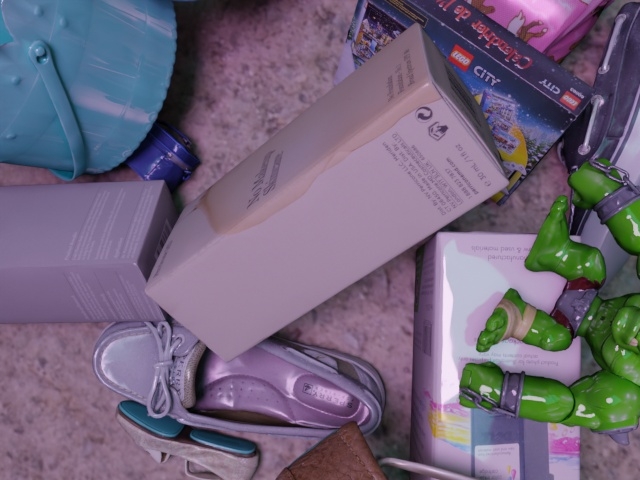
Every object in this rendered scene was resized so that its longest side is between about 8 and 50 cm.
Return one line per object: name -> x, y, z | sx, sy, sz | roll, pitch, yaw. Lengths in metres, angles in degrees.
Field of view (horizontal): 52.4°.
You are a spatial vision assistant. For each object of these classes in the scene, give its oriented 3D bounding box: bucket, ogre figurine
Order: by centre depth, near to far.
ogre figurine -> 0.191, 0.049, 0.455 | 0.118, 0.097, 0.197 | 28, 69, 19
bucket -> -0.290, -0.197, 0.645 | 0.281, 0.183, 0.281 | -8, 78, 38

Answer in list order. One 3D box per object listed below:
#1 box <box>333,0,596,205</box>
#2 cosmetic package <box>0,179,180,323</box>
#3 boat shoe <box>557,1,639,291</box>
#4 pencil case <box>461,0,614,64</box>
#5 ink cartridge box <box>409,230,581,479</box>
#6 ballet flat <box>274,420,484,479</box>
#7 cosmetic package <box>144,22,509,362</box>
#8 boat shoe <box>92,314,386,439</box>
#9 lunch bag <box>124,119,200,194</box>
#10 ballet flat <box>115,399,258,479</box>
box -> 0.130, -0.155, 0.653 | 0.233, 0.159, 0.044 | 38, 62, 8
cosmetic package -> -0.276, 0.013, 0.687 | 0.238, 0.107, 0.127 | -2, 47, 10
boat shoe -> 0.295, -0.097, 0.664 | 0.102, 0.108, 0.301 | 23, 100, 40
pencil case -> 0.120, -0.328, 0.675 | 0.386, 0.167, 0.160 | 42, 108, 8
ink cartridge box -> 0.147, 0.177, 0.591 | 0.119, 0.207, 0.353 | 2, 85, 3
ballet flat -> 0.125, 0.241, 0.441 | 0.342, 0.116, 0.124 | 33, 70, 10
cosmetic package -> 0.000, -0.039, 0.593 | 0.309, 0.160, 0.113 | -34, 114, 22
boat shoe -> -0.091, 0.141, 0.673 | 0.320, 0.103, 0.118 | 13, 85, 8
lunch bag -> -0.183, -0.101, 0.728 | 0.098, 0.067, 0.065 | 39, 89, 9
ballet flat -> -0.150, 0.223, 0.697 | 0.168, 0.057, 0.052 | 18, 96, 8
